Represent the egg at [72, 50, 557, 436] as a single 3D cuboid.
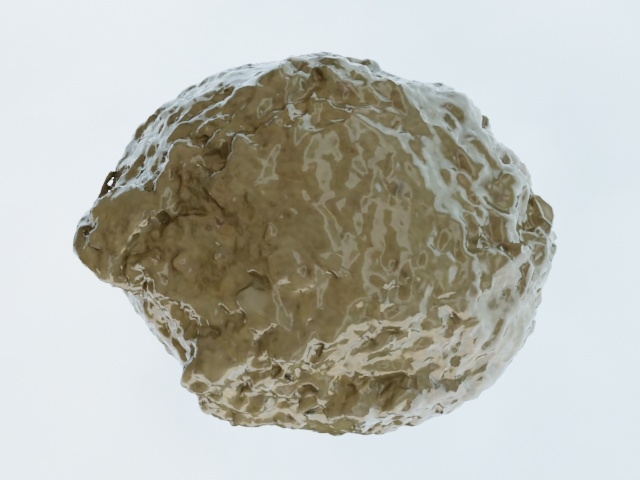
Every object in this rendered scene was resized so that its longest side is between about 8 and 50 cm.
[{"bbox_3d":[0.000,0.000,0.480,0.140,0.118,0.116,13,-58,-2],"label":"egg"}]
